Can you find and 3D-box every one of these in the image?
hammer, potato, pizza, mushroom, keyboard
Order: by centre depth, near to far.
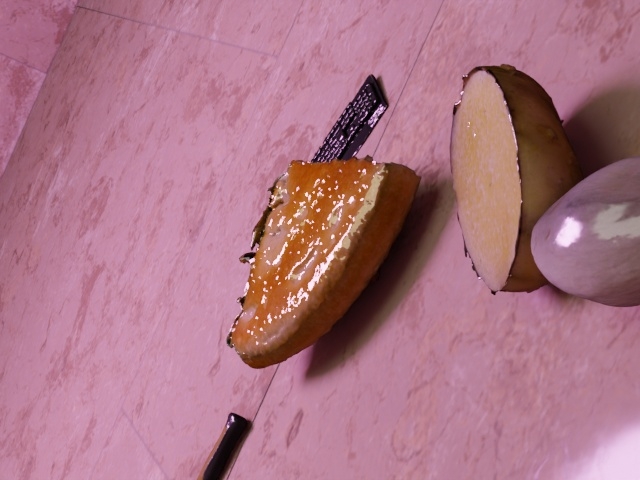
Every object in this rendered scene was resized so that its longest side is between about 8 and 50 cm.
[{"bbox_3d":[0.232,-0.020,0.917,0.116,0.093,0.225,-54,11,-26],"label":"mushroom"},{"bbox_3d":[0.164,-0.050,1.108,0.164,0.081,0.200,102,165,-45],"label":"potato"},{"bbox_3d":[0.000,0.000,1.411,0.289,0.081,0.229,-54,32,26],"label":"pizza"},{"bbox_3d":[-0.132,0.277,1.519,0.201,0.021,0.078,-61,24,15],"label":"hammer"},{"bbox_3d":[0.012,-0.094,1.559,0.196,0.015,0.074,-56,26,25],"label":"keyboard"}]
